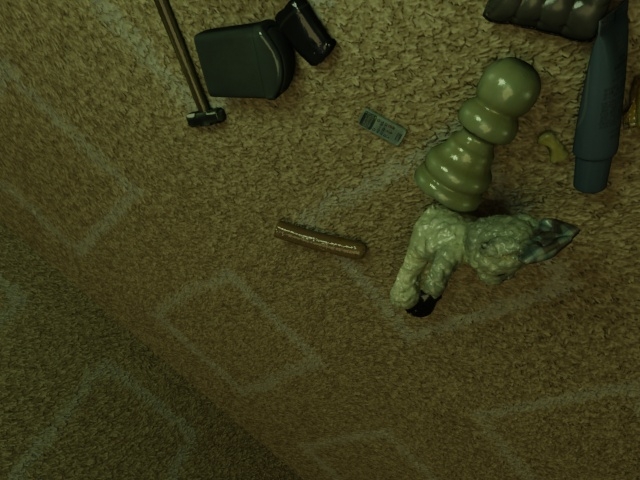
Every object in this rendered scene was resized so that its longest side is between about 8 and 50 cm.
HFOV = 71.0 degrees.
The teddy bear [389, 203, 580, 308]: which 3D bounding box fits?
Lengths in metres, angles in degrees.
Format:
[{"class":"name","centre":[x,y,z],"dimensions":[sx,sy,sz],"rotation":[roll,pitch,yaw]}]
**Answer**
[{"class":"teddy bear","centre":[0.396,0.074,1.137],"dimensions":[0.362,0.327,0.376],"rotation":[30,128,36]}]

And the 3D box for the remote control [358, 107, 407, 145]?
[{"class":"remote control","centre":[0.159,-0.291,1.153],"dimensions":[0.124,0.018,0.053],"rotation":[30,130,-1]}]

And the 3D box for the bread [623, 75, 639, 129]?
[{"class":"bread","centre":[0.695,-0.271,0.872],"dimensions":[0.151,0.147,0.127],"rotation":[1,114,14]}]

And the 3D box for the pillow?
[{"class":"pillow","centre":[0.455,-0.538,0.793],"dimensions":[0.227,0.101,0.327],"rotation":[19,129,11]}]

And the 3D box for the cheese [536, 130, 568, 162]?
[{"class":"cheese","centre":[0.539,-0.217,1.046],"dimensions":[0.083,0.030,0.044],"rotation":[40,124,-17]}]

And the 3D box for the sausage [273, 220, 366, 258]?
[{"class":"sausage","centre":[0.000,0.001,1.417],"dimensions":[0.300,0.066,0.066],"rotation":[16,130,13]}]

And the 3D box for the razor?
[{"class":"razor","centre":[-0.035,-0.489,1.057],"dimensions":[0.090,0.054,0.148],"rotation":[-26,112,39]}]

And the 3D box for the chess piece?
[{"class":"chess piece","centre":[0.365,-0.243,1.016],"dimensions":[0.182,0.182,0.331],"rotation":[26,126,2]}]

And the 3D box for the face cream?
[{"class":"face cream","centre":[0.584,-0.276,0.936],"dimensions":[0.086,0.135,0.386],"rotation":[24,142,42]}]

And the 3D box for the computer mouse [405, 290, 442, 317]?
[{"class":"computer mouse","centre":[0.322,0.196,1.434],"dimensions":[0.098,0.057,0.172],"rotation":[29,132,4]}]

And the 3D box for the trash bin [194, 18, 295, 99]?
[{"class":"trash bin","centre":[-0.182,-0.447,1.123],"dimensions":[0.236,0.101,0.177],"rotation":[5,129,21]}]

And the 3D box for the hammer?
[{"class":"hammer","centre":[-0.369,-0.487,1.212],"dimensions":[0.111,0.043,0.366],"rotation":[-2,123,25]}]
